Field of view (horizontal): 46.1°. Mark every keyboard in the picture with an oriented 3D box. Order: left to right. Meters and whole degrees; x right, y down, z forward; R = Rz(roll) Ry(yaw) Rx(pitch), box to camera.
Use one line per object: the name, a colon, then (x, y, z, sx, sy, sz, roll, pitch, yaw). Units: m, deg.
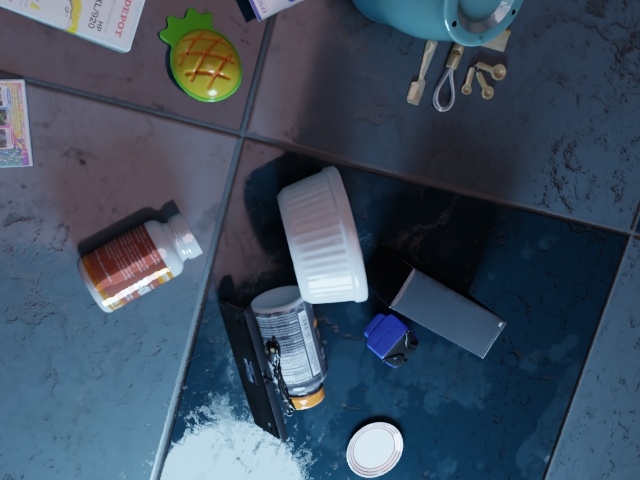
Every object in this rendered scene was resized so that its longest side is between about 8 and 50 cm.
keyboard: (-0.116, 0.271, 1.537, 0.033, 0.201, 0.317, -26, 112, -30)

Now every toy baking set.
toy baking set: (0.294, -0.380, 1.580, 0.256, 0.030, 0.196, -16, 109, -13)

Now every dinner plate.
dinner plate: (0.126, 0.489, 1.766, 0.141, 0.017, 0.141, -5, 107, -17)

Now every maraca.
maraca: (-0.220, -0.343, 1.393, 0.127, 0.099, 0.185, -26, 85, -15)

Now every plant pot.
plant pot: (0.223, -0.480, 1.362, 0.272, 0.255, 0.271, -19, 133, -22)

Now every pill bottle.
pill bottle: (-0.342, 0.037, 1.438, 0.216, 0.121, 0.121, -29, 111, -8)
pill bottle: (-0.059, 0.229, 1.576, 0.130, 0.130, 0.245, -17, 109, -13)

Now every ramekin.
ramekin: (0.000, 0.000, 1.469, 0.127, 0.273, 0.273, -15, 109, -2)

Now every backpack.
backpack: (0.160, 0.218, 1.662, 0.098, 0.101, 0.120, -45, 145, 2)

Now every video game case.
video game case: (-0.598, -0.208, 1.346, 0.143, 0.019, 0.157, -5, 105, -17)

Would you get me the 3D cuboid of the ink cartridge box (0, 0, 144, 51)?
ink cartridge box: (-0.413, -0.436, 1.263, 0.233, 0.168, 0.171, 17, 98, -22)

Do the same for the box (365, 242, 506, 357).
box: (0.240, 0.127, 1.615, 0.261, 0.184, 0.103, 29, 93, -22)

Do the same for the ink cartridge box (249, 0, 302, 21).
ink cartridge box: (0.003, -0.573, 1.417, 0.371, 0.069, 0.176, -30, 112, -11)
